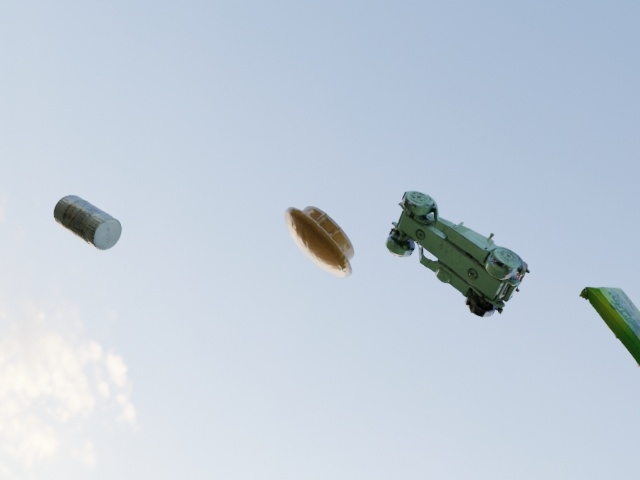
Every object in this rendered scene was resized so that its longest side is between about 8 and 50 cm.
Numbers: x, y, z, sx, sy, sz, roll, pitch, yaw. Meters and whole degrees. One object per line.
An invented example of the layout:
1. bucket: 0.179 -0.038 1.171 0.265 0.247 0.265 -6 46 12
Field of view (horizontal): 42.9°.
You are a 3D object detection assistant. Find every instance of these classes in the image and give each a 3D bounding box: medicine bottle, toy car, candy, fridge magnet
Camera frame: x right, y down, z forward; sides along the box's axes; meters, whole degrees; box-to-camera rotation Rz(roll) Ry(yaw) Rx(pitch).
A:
1. medicine bottle: -0.295 -0.023 1.030 0.083 0.047 0.047 27 -56 32
2. toy car: 0.131 0.010 0.797 0.143 0.054 0.073 37 -48 24
3. candy: 0.420 0.128 1.067 0.032 0.102 0.178 -48 -121 28
4. fridge magnet: 0.000 0.000 1.262 0.143 0.063 0.143 44 -13 13
